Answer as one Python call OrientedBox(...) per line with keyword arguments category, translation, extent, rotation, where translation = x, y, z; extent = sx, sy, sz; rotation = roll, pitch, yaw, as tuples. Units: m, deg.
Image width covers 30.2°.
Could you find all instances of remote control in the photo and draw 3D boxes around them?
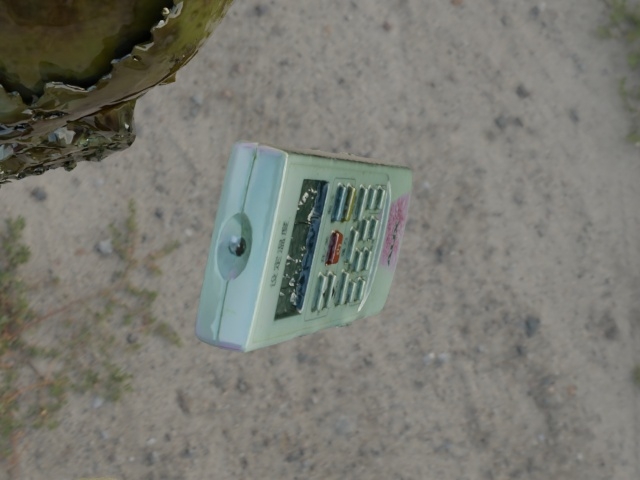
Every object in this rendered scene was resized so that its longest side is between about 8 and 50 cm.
OrientedBox(category="remote control", translation=(0.001, 0.000, 0.939), extent=(0.344, 0.050, 0.145), rotation=(-6, 109, -70))

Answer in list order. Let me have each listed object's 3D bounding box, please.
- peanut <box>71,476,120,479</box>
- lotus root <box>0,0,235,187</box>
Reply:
OrientedBox(category="peanut", translation=(-0.084, 0.258, 0.667), extent=(0.111, 0.125, 0.274), rotation=(-35, 81, -6))
OrientedBox(category="lotus root", translation=(-0.107, -0.196, 0.389), extent=(0.196, 0.397, 0.179), rotation=(0, 26, -2))
